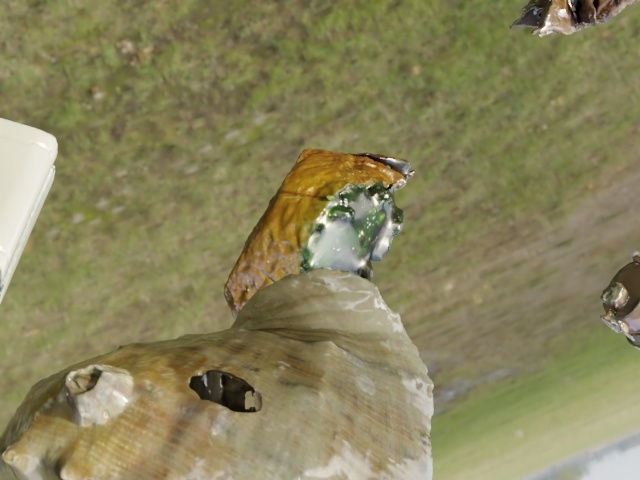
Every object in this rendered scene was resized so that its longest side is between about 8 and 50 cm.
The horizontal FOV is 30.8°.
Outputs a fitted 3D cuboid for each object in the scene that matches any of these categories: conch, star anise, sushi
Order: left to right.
[{"bbox_3d":[-0.064,0.149,0.690,0.324,0.263,0.186,-55,162,-6],"label":"conch"},{"bbox_3d":[-0.001,0.000,1.281,0.287,0.140,0.149,-60,-176,-26],"label":"sushi"},{"bbox_3d":[0.238,-0.233,1.117,0.124,0.056,0.129,-22,-156,5],"label":"star anise"}]

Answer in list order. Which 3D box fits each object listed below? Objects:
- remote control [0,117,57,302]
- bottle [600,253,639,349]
[{"bbox_3d":[-0.302,-0.050,0.669,0.277,0.102,0.055,17,143,-5],"label":"remote control"},{"bbox_3d":[0.336,0.069,1.125,0.152,0.099,0.099,34,133,-24],"label":"bottle"}]
